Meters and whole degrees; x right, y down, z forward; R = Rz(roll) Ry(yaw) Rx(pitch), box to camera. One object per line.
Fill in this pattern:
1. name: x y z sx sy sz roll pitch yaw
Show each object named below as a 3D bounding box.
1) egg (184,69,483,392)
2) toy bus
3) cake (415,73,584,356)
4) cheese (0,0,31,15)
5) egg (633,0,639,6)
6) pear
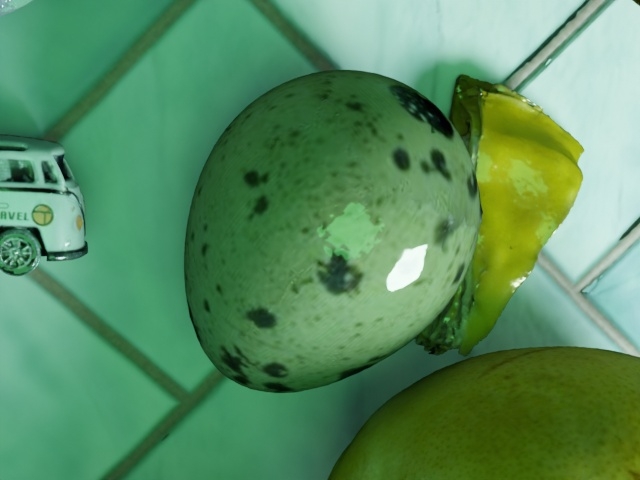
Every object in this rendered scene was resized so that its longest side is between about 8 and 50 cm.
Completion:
1. egg: 0.000 0.000 0.832 0.177 0.177 0.228 25 118 -18
2. toy bus: -0.242 -0.027 0.819 0.194 0.087 0.089 2 98 -11
3. cake: 0.102 -0.023 0.882 0.185 0.080 0.116 -47 109 -5
4. cheese: -0.255 -0.195 0.776 0.245 0.052 0.135 -4 107 -9
5. egg: 0.275 -0.225 0.779 0.289 0.238 0.238 37 98 -31
6. pear: 0.157 0.216 0.866 0.314 0.314 0.314 -4 109 -11
